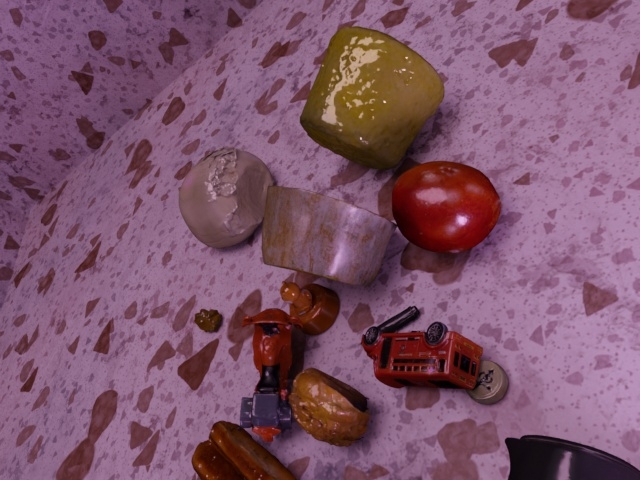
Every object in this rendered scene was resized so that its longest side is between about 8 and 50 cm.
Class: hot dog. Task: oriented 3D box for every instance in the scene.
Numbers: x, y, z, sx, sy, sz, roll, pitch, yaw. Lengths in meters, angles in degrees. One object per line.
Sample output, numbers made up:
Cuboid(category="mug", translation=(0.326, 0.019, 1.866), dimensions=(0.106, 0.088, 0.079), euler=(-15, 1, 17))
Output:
Cuboid(category="hot dog", translation=(-0.166, 0.537, 1.274), dimensions=(0.349, 0.117, 0.158), euler=(18, 71, 51))

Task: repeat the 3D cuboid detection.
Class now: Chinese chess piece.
Cuboid(category="Chinese chess piece", translation=(0.316, 0.271, 1.081), dimensions=(0.084, 0.034, 0.084), euler=(-24, 46, 28))

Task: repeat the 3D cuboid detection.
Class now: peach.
Cuboid(category="peach", translation=(0.281, -0.077, 1.258), dimensions=(0.243, 0.200, 0.243), euler=(-3, 28, 2))

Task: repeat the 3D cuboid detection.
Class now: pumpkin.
Cuboid(category="pumpkin", translation=(0.000, 0.000, 1.381), dimensions=(0.332, 0.332, 0.199), euler=(20, 91, 49))

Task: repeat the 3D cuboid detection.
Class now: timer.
Cuboid(category="timer", translation=(-0.048, 0.151, 1.425), dimensions=(0.132, 0.152, 0.132), euler=(-25, 46, 29))

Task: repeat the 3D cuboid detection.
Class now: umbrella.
Cuboid(category="umbrella", translation=(0.166, 0.189, 1.289), dimensions=(0.133, 0.031, 0.036), euler=(-34, 44, 19))

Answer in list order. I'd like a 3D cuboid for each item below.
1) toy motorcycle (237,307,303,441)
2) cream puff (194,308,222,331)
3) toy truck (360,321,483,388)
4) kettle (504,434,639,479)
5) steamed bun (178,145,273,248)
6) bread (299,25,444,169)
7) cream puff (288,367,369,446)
Cuboid(category="toy motorcycle", translation=(-0.117, 0.296, 1.348), dimensions=(0.147, 0.221, 0.326), euler=(0, 55, 2))
Cuboid(category="cream puff", translation=(-0.340, 0.241, 1.715), dimensions=(0.083, 0.083, 0.058), euler=(-45, -6, 24))
Cuboid(category="toy truck", translation=(0.191, 0.238, 1.143), dimensions=(0.252, 0.107, 0.114), euler=(-14, 54, 48))
Cuboid(category="kettle", translation=(0.361, 0.453, 0.775), dimensions=(0.262, 0.203, 0.308), euler=(-2, 56, 45))
Cuboid(category="steamed bun", translation=(-0.338, -0.151, 1.872), dimensions=(0.312, 0.233, 0.334), euler=(-16, 49, 34))
Cuboid(category="bread", translation=(0.131, -0.367, 1.519), dimensions=(0.348, 0.348, 0.308), euler=(19, 81, 49))
Cuboid(category="cream puff", translation=(0.016, 0.359, 1.199), dimensions=(0.189, 0.189, 0.129), euler=(27, 85, 50))
